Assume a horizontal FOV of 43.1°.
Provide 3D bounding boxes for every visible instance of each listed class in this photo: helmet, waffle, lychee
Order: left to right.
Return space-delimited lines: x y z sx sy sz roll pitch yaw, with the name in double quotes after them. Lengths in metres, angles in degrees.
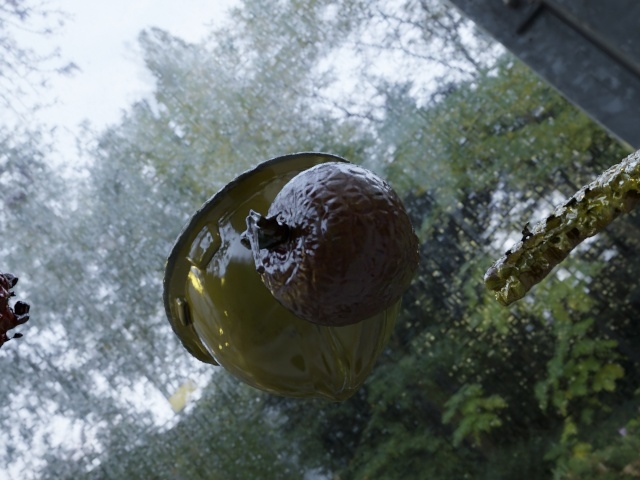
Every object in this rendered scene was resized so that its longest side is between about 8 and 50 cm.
-0.011 0.062 0.673 0.205 0.140 0.256 -21 -39 -22 "helmet"
0.005 -0.002 0.502 0.140 0.114 0.101 42 -102 -37 "lychee"
0.330 -0.035 1.011 0.293 0.069 0.260 -39 -6 21 "waffle"

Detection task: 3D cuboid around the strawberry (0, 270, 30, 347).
-0.259 0.046 0.486 0.145 0.145 0.086 -37 -49 -18 "strawberry"
